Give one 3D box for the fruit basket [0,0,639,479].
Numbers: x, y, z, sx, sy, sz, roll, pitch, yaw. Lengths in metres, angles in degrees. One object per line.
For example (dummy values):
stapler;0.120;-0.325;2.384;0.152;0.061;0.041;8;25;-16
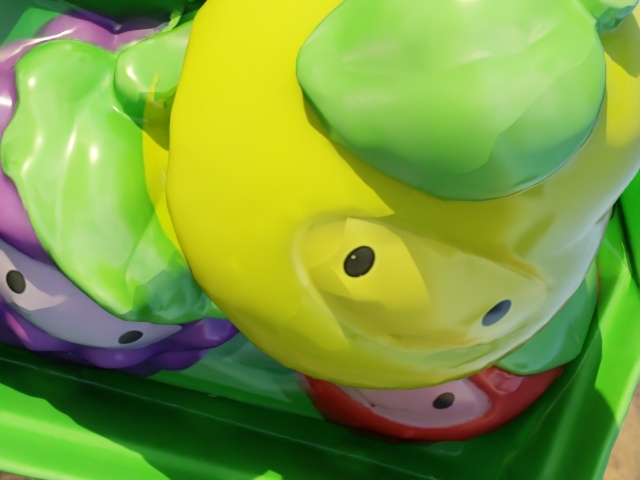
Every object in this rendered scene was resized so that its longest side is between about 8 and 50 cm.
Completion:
fruit basket;0.000;0.000;0.530;0.392;0.392;0.283;-10;120;-76
